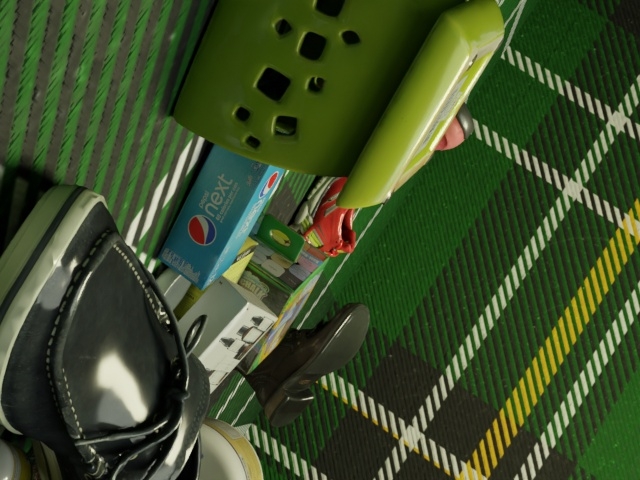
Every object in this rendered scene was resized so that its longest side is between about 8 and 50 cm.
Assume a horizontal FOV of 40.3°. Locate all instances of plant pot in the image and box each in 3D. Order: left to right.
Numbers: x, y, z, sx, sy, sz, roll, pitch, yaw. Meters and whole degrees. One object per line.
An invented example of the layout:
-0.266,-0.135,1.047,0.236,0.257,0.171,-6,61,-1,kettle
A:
0.033,-0.170,0.813,0.228,0.207,0.227,-60,172,27,plant pot

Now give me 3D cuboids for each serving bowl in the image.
-0.185,0.059,1.044,0.083,0.027,0.083,-54,171,-13,serving bowl

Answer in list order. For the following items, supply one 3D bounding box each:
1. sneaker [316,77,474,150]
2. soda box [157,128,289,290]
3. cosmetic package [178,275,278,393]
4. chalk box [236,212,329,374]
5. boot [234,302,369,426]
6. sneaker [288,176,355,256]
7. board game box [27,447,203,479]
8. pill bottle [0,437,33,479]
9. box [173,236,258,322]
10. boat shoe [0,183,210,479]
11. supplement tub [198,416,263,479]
0.058,-0.132,1.034,0.136,0.116,0.314,-43,-154,-16,sneaker
-0.100,-0.050,0.965,0.210,0.067,0.071,-58,172,28,soda box
-0.166,0.160,1.095,0.239,0.060,0.099,-48,151,1,cosmetic package
-0.086,0.054,1.237,0.213,0.132,0.132,-60,171,30,chalk box
-0.069,0.141,1.393,0.263,0.229,0.091,-49,146,11,boot
0.000,0.000,1.559,0.279,0.118,0.107,-60,170,22,sneaker
-0.272,0.300,0.996,0.243,0.165,0.042,-54,172,-12,board game box
-0.307,0.210,0.795,0.065,0.065,0.116,-53,170,-19,pill bottle
-0.169,0.090,1.151,0.232,0.058,0.087,-61,170,24,box
-0.177,0.129,0.769,0.500,0.156,0.187,99,12,-55,boat shoe
-0.221,0.411,1.438,0.241,0.241,0.331,-55,172,-8,supplement tub
